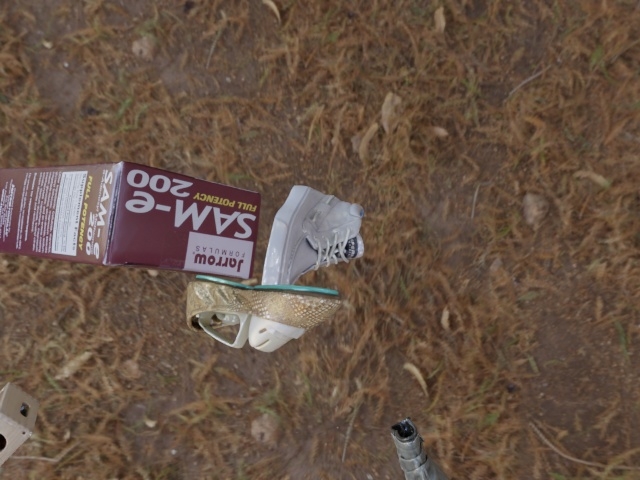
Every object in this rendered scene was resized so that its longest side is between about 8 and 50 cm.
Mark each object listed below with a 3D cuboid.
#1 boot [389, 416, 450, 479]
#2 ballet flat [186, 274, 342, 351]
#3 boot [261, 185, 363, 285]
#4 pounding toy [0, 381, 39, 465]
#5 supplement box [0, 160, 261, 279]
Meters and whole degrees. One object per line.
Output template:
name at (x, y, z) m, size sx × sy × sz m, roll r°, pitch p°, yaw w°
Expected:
boot at (0.164, 0.375, 1.029) m, size 0.083 × 0.246 × 0.161 m, roll -25°, pitch 92°, yaw -6°
ballet flat at (-0.062, 0.075, 0.645) m, size 0.206 × 0.073 × 0.067 m, roll -1°, pitch 73°, yaw 47°
boot at (0.000, 0.000, 0.909) m, size 0.123 × 0.095 × 0.258 m, roll 12°, pitch 31°, yaw 3°
pounding toy at (-0.680, 0.427, 1.335) m, size 0.206 × 0.181 × 0.094 m, roll -46°, pitch 113°, yaw 0°
supplement box at (-0.178, -0.015, 0.537) m, size 0.239 × 0.130 × 0.073 m, roll 4°, pitch 86°, yaw 41°
